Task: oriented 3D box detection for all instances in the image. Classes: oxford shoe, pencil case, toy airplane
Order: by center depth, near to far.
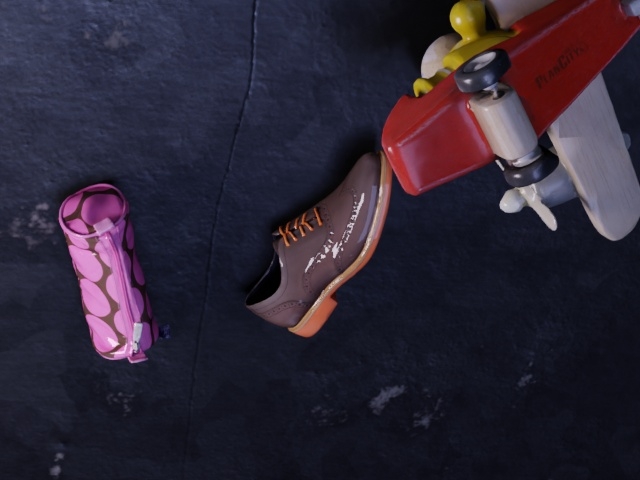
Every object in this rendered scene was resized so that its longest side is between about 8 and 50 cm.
[{"bbox_3d":[0.228,-0.213,1.837,0.384,0.272,0.386,11,84,-36],"label":"toy airplane"},{"bbox_3d":[-0.243,0.042,1.937,0.095,0.098,0.209,-16,127,-6],"label":"pencil case"},{"bbox_3d":[0.000,0.000,1.989,0.098,0.097,0.271,19,117,-21],"label":"oxford shoe"}]
